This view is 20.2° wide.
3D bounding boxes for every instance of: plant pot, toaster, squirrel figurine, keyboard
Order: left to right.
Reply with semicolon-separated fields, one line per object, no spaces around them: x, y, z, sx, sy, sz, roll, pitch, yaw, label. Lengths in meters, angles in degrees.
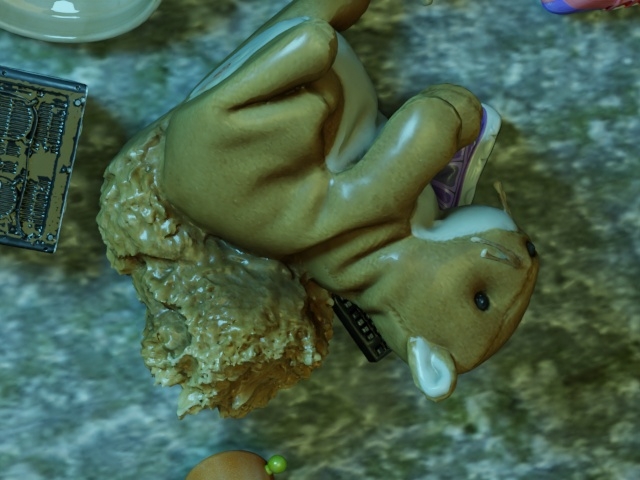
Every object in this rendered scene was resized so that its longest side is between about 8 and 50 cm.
-0.323;-0.084;1.692;0.186;0.110;0.168;10;95;-14;toaster
-0.246;-0.300;1.654;0.237;0.237;0.109;20;52;-15;plant pot
0.000;0.000;1.707;0.397;0.281;0.370;-37;102;12;squirrel figurine
0.023;0.042;1.836;0.108;0.023;0.180;-36;103;-5;keyboard

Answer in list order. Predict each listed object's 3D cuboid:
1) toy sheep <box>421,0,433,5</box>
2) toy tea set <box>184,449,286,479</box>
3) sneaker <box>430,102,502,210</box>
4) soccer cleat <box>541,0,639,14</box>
0.081;-0.293;1.765;0.091;0.091;0.132;-32;104;-7;toy sheep
-0.182;0.310;1.803;0.336;0.124;0.200;-6;129;-15;toy tea set
0.126;-0.064;1.833;0.071;0.068;0.170;21;84;0;sneaker
0.344;-0.275;1.835;0.248;0.083;0.095;-27;108;-10;soccer cleat
